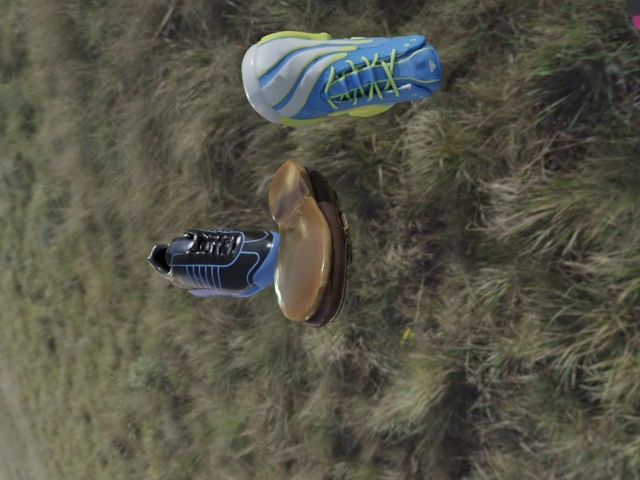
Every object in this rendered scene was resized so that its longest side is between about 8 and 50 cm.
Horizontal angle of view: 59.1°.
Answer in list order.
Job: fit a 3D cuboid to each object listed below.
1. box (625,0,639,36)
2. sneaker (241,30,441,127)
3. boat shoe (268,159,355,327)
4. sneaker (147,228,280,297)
[{"bbox_3d":[0.322,-0.178,0.277,0.270,0.143,0.165,-53,46,11],"label":"box"},{"bbox_3d":[0.038,-0.169,0.545,0.126,0.240,0.091,-7,100,38],"label":"sneaker"},{"bbox_3d":[0.000,0.000,0.527,0.073,0.073,0.207,-43,33,28],"label":"boat shoe"},{"bbox_3d":[-0.139,0.024,0.734,0.232,0.081,0.090,-17,139,43],"label":"sneaker"}]
